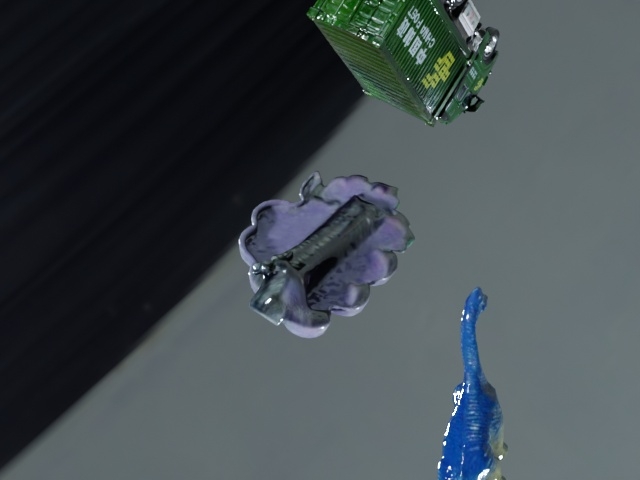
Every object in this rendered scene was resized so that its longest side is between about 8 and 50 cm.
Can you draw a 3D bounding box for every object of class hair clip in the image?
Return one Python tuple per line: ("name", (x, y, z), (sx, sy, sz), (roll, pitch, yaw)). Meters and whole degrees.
("hair clip", (0.001, -0.001, 1.483), (0.124, 0.195, 0.052), (32, 134, 12))

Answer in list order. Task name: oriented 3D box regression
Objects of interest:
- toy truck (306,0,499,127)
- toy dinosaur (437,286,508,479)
("toy truck", (0.087, -0.191, 1.724), (0.088, 0.121, 0.259), (27, 173, 25))
("toy dinosaur", (0.138, 0.194, 1.846), (0.075, 0.247, 0.188), (11, 151, 21))
